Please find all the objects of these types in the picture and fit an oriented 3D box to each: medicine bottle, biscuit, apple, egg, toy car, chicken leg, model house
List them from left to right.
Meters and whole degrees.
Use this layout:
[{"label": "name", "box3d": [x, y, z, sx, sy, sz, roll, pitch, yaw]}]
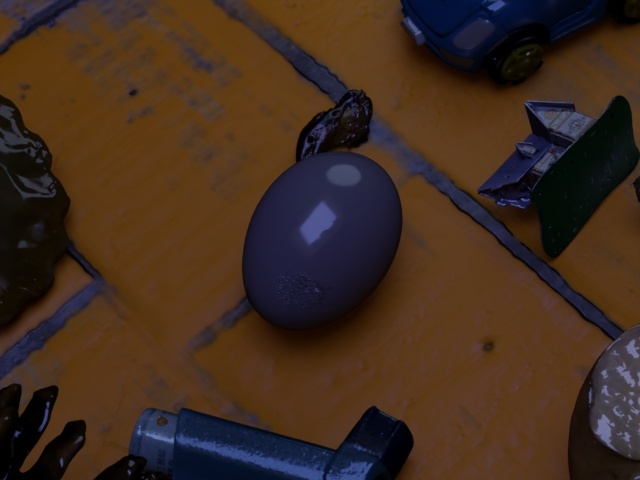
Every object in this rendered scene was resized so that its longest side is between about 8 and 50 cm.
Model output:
[{"label": "biscuit", "box3d": [-0.428, -0.052, 1.809, 0.329, 0.078, 0.335, -14, 74, -22]}, {"label": "medicine bottle", "box3d": [-0.048, 0.205, 1.677, 0.258, 0.079, 0.124, 11, 64, 12]}, {"label": "egg", "box3d": [0.000, 0.000, 1.759, 0.146, 0.146, 0.198, 30, 72, 21]}, {"label": "chicken leg", "box3d": [0.007, -0.107, 1.894, 0.062, 0.037, 0.145, 41, 67, 11]}, {"label": "toy car", "box3d": [0.230, -0.311, 1.925, 0.314, 0.166, 0.198, -27, 57, -11]}, {"label": "model house", "box3d": [0.241, -0.079, 1.822, 0.088, 0.117, 0.167, 26, 64, 37]}, {"label": "apple", "box3d": [0.350, 0.218, 1.588, 0.251, 0.163, 0.293, -10, 71, -12]}]

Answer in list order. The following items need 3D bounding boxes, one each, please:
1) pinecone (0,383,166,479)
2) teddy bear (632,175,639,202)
[{"label": "pinecone", "box3d": [-0.277, 0.304, 1.475, 0.398, 0.398, 0.397, -2, 58, 3]}, {"label": "teddy bear", "box3d": [0.404, -0.038, 1.797, 0.160, 0.078, 0.119, -19, 35, -26]}]
